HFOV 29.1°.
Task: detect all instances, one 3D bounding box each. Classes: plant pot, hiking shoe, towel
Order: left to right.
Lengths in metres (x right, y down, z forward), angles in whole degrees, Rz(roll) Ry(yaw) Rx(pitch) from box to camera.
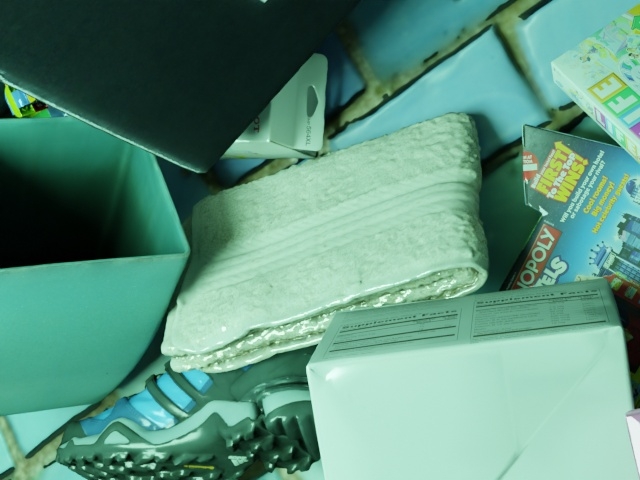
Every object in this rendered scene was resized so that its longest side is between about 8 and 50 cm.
[{"bbox_3d":[-0.230,0.037,1.049,0.234,0.165,0.165,110,145,-43],"label":"plant pot"},{"bbox_3d":[-0.098,0.143,1.070,0.304,0.113,0.132,-16,49,30],"label":"hiking shoe"},{"bbox_3d":[0.000,0.000,0.998,0.282,0.049,0.187,-19,42,21],"label":"towel"}]

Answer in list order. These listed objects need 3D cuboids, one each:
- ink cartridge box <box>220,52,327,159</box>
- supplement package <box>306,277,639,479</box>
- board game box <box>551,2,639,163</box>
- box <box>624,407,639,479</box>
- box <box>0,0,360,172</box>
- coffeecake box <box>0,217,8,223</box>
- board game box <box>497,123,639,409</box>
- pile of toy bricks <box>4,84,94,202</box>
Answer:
[{"bbox_3d":[-0.067,-0.121,1.067,0.143,0.090,0.092,0,85,26],"label":"ink cartridge box"},{"bbox_3d":[0.117,0.177,0.852,0.204,0.145,0.262,-8,99,10],"label":"supplement package"},{"bbox_3d":[0.258,-0.107,0.905,0.103,0.026,0.154,-34,55,-5],"label":"board game box"},{"bbox_3d":[0.330,0.137,0.771,0.213,0.243,0.117,-16,79,24],"label":"box"},{"bbox_3d":[-0.125,-0.400,0.942,0.480,0.297,0.472,-46,53,14],"label":"box"},{"bbox_3d":[-0.342,-0.089,1.164,0.068,0.142,0.185,-6,80,-18],"label":"coffeecake box"},{"bbox_3d":[0.218,0.002,0.938,0.194,0.060,0.194,33,100,25],"label":"board game box"},{"bbox_3d":[-0.255,-0.136,1.161,0.105,0.118,0.212,-21,94,45],"label":"pile of toy bricks"}]
